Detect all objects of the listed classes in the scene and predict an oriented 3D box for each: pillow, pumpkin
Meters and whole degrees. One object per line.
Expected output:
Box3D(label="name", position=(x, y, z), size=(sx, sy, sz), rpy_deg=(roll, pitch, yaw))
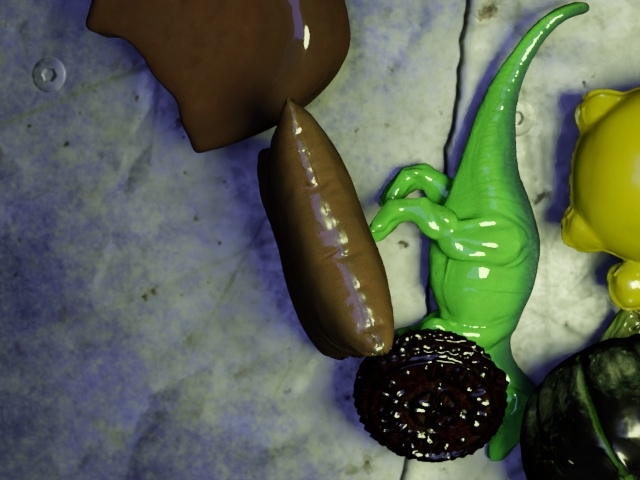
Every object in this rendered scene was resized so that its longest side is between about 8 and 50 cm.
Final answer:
Box3D(label="pillow", position=(0.000, 0.000, 1.499), size=(0.108, 0.308, 0.305), rpy_deg=(-19, 86, -10))
Box3D(label="pumpkin", position=(0.373, 0.217, 1.473), size=(0.296, 0.296, 0.295), rpy_deg=(0, 91, 8))

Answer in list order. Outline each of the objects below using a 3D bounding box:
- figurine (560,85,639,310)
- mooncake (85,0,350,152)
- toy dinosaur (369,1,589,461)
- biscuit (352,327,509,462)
Box3D(label="figurine", position=(0.462, -0.071, 1.465), size=(0.340, 0.231, 0.323), rpy_deg=(3, 97, 3))
Box3D(label="mooncake", position=(-0.125, -0.279, 1.561), size=(0.326, 0.174, 0.333), rpy_deg=(19, 109, 13))
Box3D(label="toy dinosaur", position=(0.268, -0.003, 1.539), size=(0.374, 0.144, 0.500), rpy_deg=(44, 101, 0))
Box3D(label="biscuit", position=(0.134, 0.193, 1.511), size=(0.195, 0.053, 0.194), rpy_deg=(1, 121, 1))
